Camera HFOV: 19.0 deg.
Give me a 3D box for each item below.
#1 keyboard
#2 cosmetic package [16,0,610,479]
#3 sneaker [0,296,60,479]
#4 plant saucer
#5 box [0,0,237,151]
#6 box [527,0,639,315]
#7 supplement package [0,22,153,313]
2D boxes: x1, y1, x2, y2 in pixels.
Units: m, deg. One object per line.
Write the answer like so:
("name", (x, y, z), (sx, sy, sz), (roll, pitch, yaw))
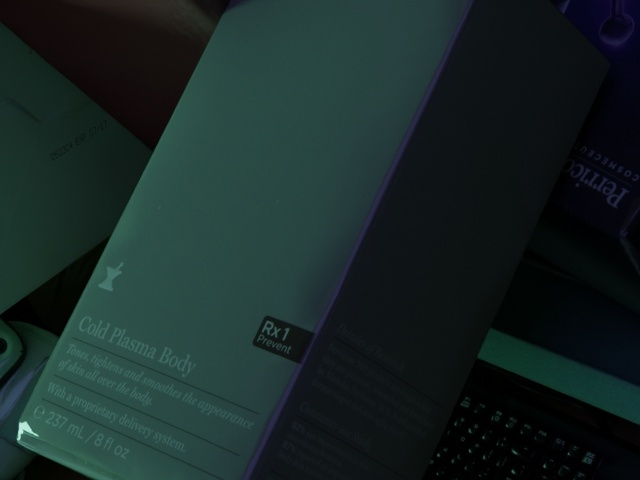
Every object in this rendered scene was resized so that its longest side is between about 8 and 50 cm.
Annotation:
("keyboard", (0.070, 0.083, 0.857), (0.192, 0.038, 0.100), (22, 79, 31))
("cosmetic package", (0.000, 0.000, 0.746), (0.127, 0.107, 0.238), (15, 79, 41))
("sneaker", (-0.163, 0.123, 0.916), (0.151, 0.094, 0.256), (-39, 54, 13))
("plant saucer", (0.106, 0.037, 0.850), (0.192, 0.018, 0.067), (22, 43, 31))
("box", (-0.040, -0.127, 0.886), (0.127, 0.232, 0.148), (6, 72, 28))
("box", (0.153, -0.083, 0.831), (0.153, 0.108, 0.207), (32, 81, 40))
("supplement package", (-0.206, -0.068, 0.941), (0.203, 0.194, 0.149), (4, 114, 28))
